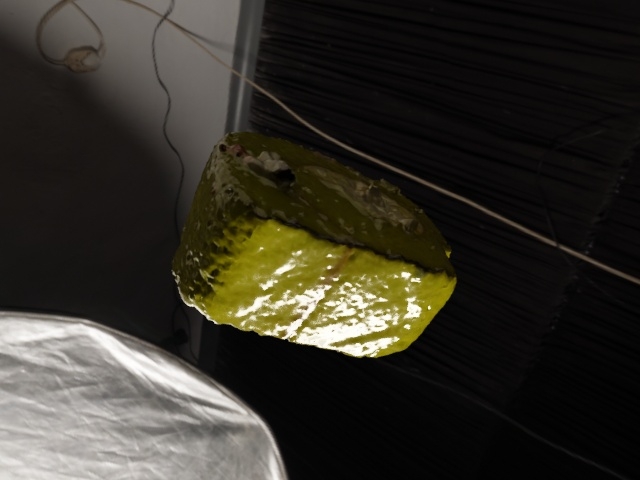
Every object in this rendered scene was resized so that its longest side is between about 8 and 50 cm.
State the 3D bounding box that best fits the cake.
[{"bbox_3d":[0.000,0.000,0.483,0.260,0.179,0.156,19,123,-23],"label":"cake"}]
